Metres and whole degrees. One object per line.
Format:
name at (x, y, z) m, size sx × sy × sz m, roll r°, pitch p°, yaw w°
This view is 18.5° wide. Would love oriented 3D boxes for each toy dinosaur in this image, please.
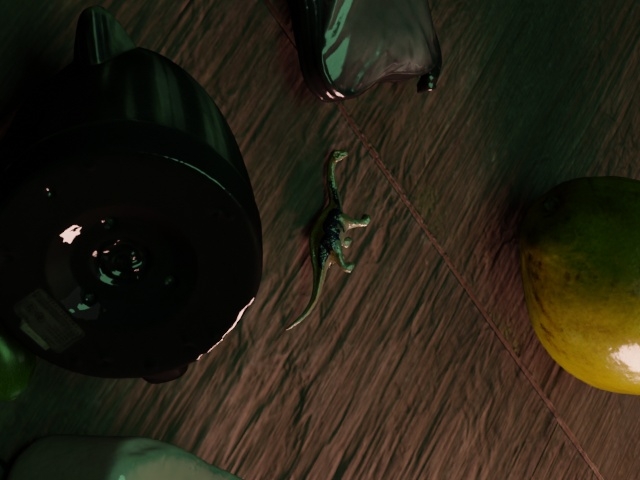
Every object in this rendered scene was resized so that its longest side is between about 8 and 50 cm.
toy dinosaur at (0.013, 0.004, 1.829) m, size 0.058 × 0.037 × 0.180 m, roll 21°, pitch 65°, yaw -21°

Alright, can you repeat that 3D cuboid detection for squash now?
squash at (-0.265, 0.029, 1.497) m, size 0.066 × 0.066 × 0.201 m, roll -25°, pitch 107°, yaw -45°

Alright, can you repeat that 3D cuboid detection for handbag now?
handbag at (0.026, -0.288, 1.832) m, size 0.191 × 0.075 × 0.332 m, roll -23°, pitch 102°, yaw -49°

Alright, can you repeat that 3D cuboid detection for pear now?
pear at (0.316, 0.047, 2.032) m, size 0.269 × 0.212 × 0.212 m, roll 45°, pitch 56°, yaw -18°

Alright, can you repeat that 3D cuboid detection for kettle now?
kettle at (-0.138, -0.041, 1.524) m, size 0.251 × 0.207 × 0.271 m, roll 38°, pitch 23°, yaw -27°

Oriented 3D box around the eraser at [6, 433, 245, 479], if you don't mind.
eraser at (-0.126, 0.342, 1.580) m, size 0.331 × 0.150 × 0.331 m, roll 0°, pitch 90°, yaw -47°
